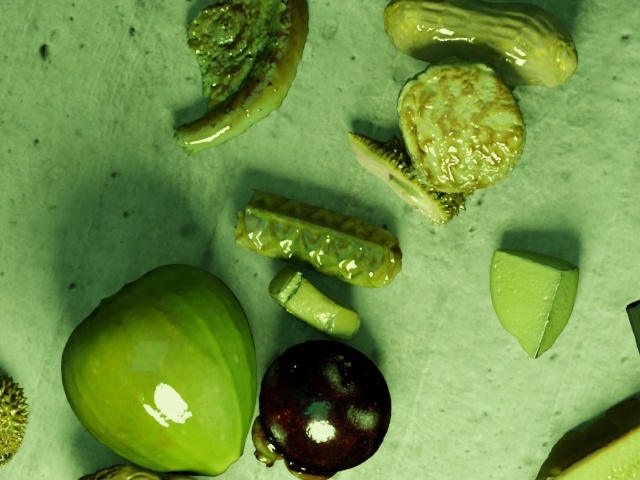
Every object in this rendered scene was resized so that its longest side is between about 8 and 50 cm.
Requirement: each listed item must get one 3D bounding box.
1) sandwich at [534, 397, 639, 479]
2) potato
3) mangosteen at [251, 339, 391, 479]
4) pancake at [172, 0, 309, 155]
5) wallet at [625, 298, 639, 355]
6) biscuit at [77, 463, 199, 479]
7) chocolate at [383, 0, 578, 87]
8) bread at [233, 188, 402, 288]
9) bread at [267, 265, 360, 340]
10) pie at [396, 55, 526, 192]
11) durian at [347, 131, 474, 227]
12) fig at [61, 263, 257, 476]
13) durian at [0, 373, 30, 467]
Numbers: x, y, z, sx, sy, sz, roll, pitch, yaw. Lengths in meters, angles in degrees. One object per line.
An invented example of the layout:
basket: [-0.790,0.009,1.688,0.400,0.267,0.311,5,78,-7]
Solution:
sandwich: [0.414,0.348,1.699,0.236,0.128,0.122,-28,91,0]
potato: [0.324,0.091,1.760,0.120,0.081,0.149,24,107,35]
mangosteen: [-0.014,0.267,1.710,0.211,0.211,0.250,48,120,5]
pancake: [-0.131,-0.307,1.812,0.197,0.054,0.376,22,87,6]
wallet: [0.580,0.261,1.663,0.228,0.062,0.405,-13,86,-41]
biscuit: [-0.263,0.407,1.698,0.290,0.041,0.208,-19,128,38]
chocolate: [0.249,-0.320,1.749,0.309,0.134,0.134,17,88,8]
bread: [0.000,0.001,1.768,0.270,0.098,0.087,18,130,5]
bread: [-0.009,0.102,1.746,0.156,0.117,0.064,34,88,5]
pie: [0.212,-0.173,1.694,0.179,0.084,0.205,-22,93,8]
durian: [0.140,-0.120,1.768,0.224,0.078,0.140,26,88,3]
fig: [-0.219,0.206,1.676,0.316,0.316,0.316,0,87,4]
durian: [-0.533,0.282,1.772,0.158,0.137,0.168,-44,75,21]
